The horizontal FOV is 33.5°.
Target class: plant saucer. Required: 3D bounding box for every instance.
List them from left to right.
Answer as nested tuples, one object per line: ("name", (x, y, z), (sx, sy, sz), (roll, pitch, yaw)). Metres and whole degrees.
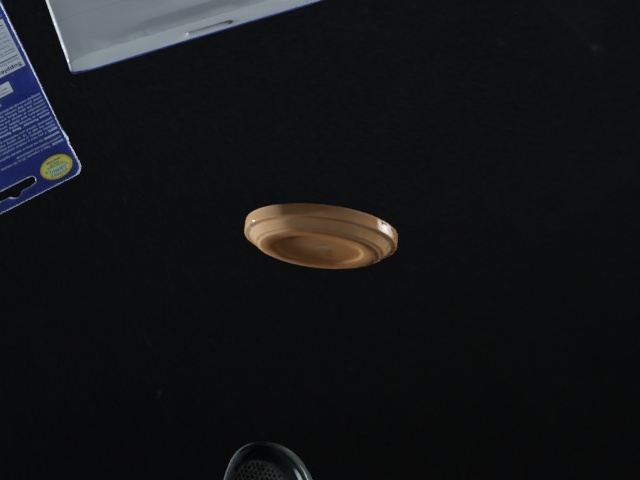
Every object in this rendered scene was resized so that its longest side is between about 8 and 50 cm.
("plant saucer", (0.000, 0.000, 0.577), (0.083, 0.083, 0.013), (12, -108, -18))

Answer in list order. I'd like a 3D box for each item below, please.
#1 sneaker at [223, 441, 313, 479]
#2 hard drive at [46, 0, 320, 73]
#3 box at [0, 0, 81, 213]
("sneaker", (-0.049, 0.256, 0.727), (0.087, 0.130, 0.227), (6, -96, 12))
("hard drive", (-0.135, -0.304, 0.790), (0.210, 0.040, 0.319), (-19, -96, -10))
("box", (-0.317, -0.125, 0.942), (0.136, 0.036, 0.225), (-29, -52, -14))
